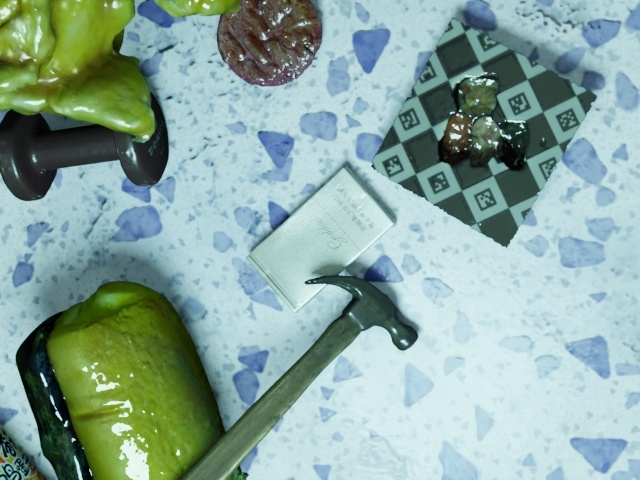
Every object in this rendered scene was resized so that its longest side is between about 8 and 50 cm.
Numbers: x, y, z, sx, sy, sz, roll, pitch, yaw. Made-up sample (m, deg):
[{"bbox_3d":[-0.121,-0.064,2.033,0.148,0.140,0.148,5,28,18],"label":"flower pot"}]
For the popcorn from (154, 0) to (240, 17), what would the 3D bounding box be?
[{"bbox_3d":[-0.131,-0.411,1.508,0.276,0.276,0.225,-45,68,15],"label":"popcorn"}]

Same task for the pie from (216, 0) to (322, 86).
[{"bbox_3d":[-0.072,-0.287,1.624,0.154,0.036,0.154,2,98,12],"label":"pie"}]

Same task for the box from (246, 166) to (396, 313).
[{"bbox_3d":[0.000,0.000,1.649,0.198,0.029,0.109,-42,86,14],"label":"box"}]

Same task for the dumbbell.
[{"bbox_3d":[-0.335,-0.134,1.656,0.225,0.140,0.124,-7,129,13],"label":"dumbbell"}]

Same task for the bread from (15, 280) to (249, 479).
[{"bbox_3d":[-0.255,0.245,1.628,0.208,0.251,0.376,-20,92,44],"label":"bread"}]

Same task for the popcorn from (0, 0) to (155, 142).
[{"bbox_3d":[-0.385,-0.253,1.494,0.321,0.290,0.325,30,78,41],"label":"popcorn"}]

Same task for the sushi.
[{"bbox_3d":[0.217,-0.144,1.569,0.220,0.047,0.231,32,100,13],"label":"sushi"}]

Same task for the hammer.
[{"bbox_3d":[-0.061,0.223,1.564,0.168,0.044,0.440,45,72,-6],"label":"hammer"}]

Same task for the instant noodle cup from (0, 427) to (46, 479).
[{"bbox_3d":[-0.522,0.391,1.730,0.200,0.264,0.264,43,105,-5],"label":"instant noodle cup"}]
